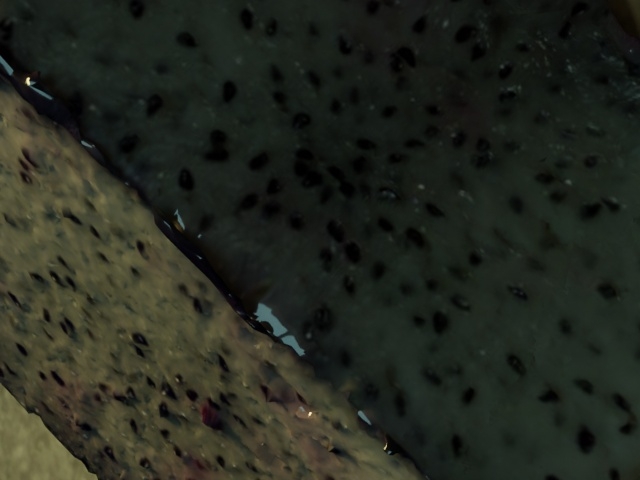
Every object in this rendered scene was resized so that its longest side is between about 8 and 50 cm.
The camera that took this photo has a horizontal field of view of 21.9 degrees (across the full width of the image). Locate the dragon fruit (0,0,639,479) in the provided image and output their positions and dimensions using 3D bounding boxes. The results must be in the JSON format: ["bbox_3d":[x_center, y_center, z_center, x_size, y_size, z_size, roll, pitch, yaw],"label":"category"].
[{"bbox_3d":[0.000,0.000,0.643,0.283,0.204,0.221,45,146,4],"label":"dragon fruit"}]
